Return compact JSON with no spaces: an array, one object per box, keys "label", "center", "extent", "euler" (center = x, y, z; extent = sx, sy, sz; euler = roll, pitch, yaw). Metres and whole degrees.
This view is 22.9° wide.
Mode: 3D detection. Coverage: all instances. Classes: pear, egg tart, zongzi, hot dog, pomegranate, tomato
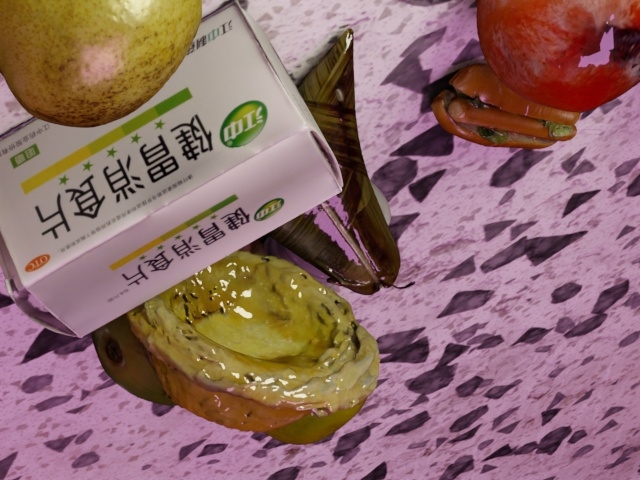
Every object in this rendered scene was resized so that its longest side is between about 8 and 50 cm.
[{"label":"pear","center":[-0.193,-0.196,1.309],"extent":[0.197,0.197,0.197],"euler":[-22,151,-13]},{"label":"egg tart","center":[-0.076,0.110,1.655],"extent":[0.288,0.288,0.118],"euler":[-4,122,-38]},{"label":"zongzi","center":[0.042,-0.071,1.716],"extent":[0.247,0.111,0.241],"euler":[36,113,-18]},{"label":"hot dog","center":[0.227,-0.150,1.884],"extent":[0.249,0.068,0.100],"euler":[6,136,-47]},{"label":"pomegranate","center":[-0.173,0.071,1.815],"extent":[0.190,0.241,0.159],"euler":[28,157,-32]},{"label":"tomato","center":[0.269,-0.236,1.658],"extent":[0.208,0.184,0.208],"euler":[-23,153,-12]},{"label":"pear","center":[-0.013,0.185,2.138],"extent":[0.180,0.166,0.216],"euler":[-51,167,13]}]

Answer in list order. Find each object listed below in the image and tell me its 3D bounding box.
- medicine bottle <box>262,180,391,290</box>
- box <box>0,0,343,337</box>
[{"label":"medicine bottle","center":[0.000,0.000,1.885],"extent":[0.105,0.105,0.168],"euler":[2,139,-43]},{"label":"box","center":[-0.166,-0.065,1.556],"extent":[0.333,0.173,0.145],"euler":[-30,149,2]}]
